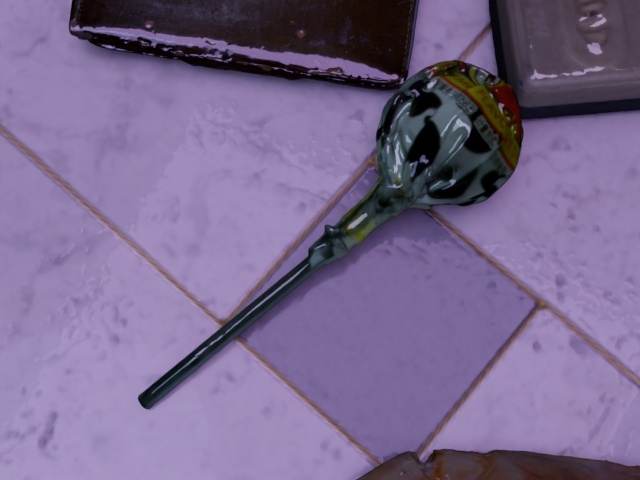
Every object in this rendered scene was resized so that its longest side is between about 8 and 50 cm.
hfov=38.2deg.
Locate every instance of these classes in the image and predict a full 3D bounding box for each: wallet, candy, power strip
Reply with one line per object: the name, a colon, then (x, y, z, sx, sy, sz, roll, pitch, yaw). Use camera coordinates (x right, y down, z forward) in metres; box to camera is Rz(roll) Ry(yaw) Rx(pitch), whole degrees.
wallet: (-0.048, -0.169, 0.638, 0.232, 0.031, 0.122, 9, 73, -1)
candy: (0.000, 0.000, 0.585, 0.305, 0.083, 0.091, -39, 82, -1)
power strip: (0.247, -0.148, 0.618, 0.256, 0.070, 0.105, -5, 77, -3)

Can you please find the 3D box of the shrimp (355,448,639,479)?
shrimp: (0.143, 0.197, 0.544, 0.294, 0.062, 0.154, -2, 89, 1)
